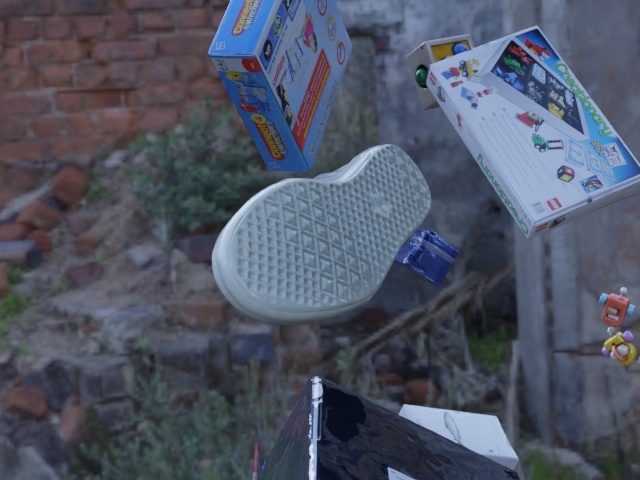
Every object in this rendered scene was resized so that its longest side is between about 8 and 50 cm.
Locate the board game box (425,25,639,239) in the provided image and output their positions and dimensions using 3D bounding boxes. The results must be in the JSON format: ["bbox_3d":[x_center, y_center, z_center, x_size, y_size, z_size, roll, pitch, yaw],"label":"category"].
[{"bbox_3d":[0.312,-0.166,1.506,0.193,0.305,0.053,-22,-26,-14],"label":"board game box"}]

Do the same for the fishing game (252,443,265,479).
[{"bbox_3d":[-0.012,0.394,1.550,0.264,0.189,0.041,0,-7,36],"label":"fishing game"}]

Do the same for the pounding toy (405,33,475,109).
[{"bbox_3d":[0.235,-0.307,1.906,0.141,0.130,0.100,-15,-7,-30],"label":"pounding toy"}]

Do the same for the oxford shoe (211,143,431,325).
[{"bbox_3d":[0.000,0.000,1.217,0.130,0.169,0.449,-30,3,31],"label":"oxford shoe"}]

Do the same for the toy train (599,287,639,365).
[{"bbox_3d":[0.520,0.159,1.672,0.166,0.125,0.046,27,30,21],"label":"toy train"}]

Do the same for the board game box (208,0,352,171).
[{"bbox_3d":[-0.058,-0.331,1.789,0.086,0.308,0.302,4,-33,22],"label":"board game box"}]

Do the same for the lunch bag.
[{"bbox_3d":[0.149,0.018,1.446,0.067,0.065,0.098,34,-2,-14],"label":"lunch bag"}]

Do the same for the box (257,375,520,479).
[{"bbox_3d":[0.011,0.474,1.045,0.297,0.472,0.480,27,14,-6],"label":"box"}]

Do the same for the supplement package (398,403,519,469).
[{"bbox_3d":[0.208,0.346,1.662,0.179,0.105,0.105,10,31,-21],"label":"supplement package"}]
